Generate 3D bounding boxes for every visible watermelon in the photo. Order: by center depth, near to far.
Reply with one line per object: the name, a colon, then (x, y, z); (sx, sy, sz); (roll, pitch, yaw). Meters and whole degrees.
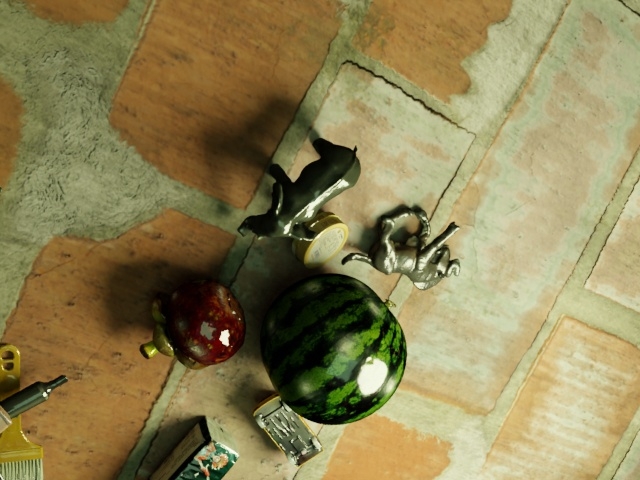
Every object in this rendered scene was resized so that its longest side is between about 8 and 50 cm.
watermelon: (0.024, 0.189, 1.759); (0.268, 0.269, 0.269); (-6, 110, -17)

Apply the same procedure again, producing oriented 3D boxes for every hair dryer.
hair dryer: (-0.526, 0.312, 1.696); (0.248, 0.078, 0.196); (-28, 111, -8)

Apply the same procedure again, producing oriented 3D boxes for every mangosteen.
mangosteen: (-0.213, 0.150, 1.731); (0.181, 0.156, 0.145); (-40, 148, 29)

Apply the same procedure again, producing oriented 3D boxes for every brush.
brush: (-0.532, 0.304, 1.734); (0.103, 0.013, 0.272); (-3, 109, -18)

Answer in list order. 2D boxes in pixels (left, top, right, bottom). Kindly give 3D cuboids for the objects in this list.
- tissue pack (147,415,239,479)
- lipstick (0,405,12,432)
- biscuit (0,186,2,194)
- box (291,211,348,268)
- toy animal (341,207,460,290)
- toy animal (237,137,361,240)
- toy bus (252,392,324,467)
tissue pack: (-0.231, 0.415, 1.828); (0.090, 0.103, 0.170); (40, 92, -19)
lipstick: (-0.569, 0.321, 1.623); (0.145, 0.045, 0.045); (-39, 116, -13)
biscuit: (-0.586, -0.049, 1.573); (0.147, 0.046, 0.250); (17, 103, -21)
box: (0.000, 0.000, 1.769); (0.105, 0.037, 0.106); (-33, 150, -22)
toy animal: (0.159, 0.020, 1.834); (0.232, 0.084, 0.148); (5, 108, -24)
toy animal: (-0.038, -0.084, 1.694); (0.114, 0.146, 0.245); (39, 94, -27)
toy bus: (-0.063, 0.342, 1.875); (0.069, 0.074, 0.162); (-32, 118, 2)
